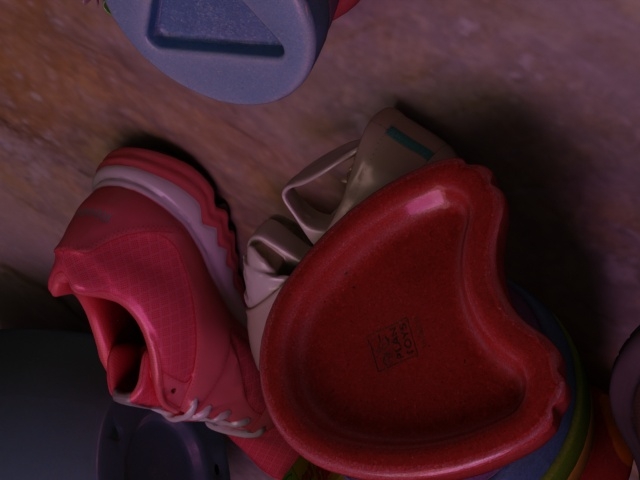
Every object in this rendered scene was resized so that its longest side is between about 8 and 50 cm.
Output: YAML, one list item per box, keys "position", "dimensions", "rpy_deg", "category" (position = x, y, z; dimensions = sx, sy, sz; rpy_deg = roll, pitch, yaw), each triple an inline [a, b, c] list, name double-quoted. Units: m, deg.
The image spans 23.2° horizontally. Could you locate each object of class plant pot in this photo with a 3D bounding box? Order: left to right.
- position: [-0.215, 0.201, 1.240]
  dimensions: [0.235, 0.293, 0.293]
  rpy_deg: [-12, 126, 27]
  category: "plant pot"

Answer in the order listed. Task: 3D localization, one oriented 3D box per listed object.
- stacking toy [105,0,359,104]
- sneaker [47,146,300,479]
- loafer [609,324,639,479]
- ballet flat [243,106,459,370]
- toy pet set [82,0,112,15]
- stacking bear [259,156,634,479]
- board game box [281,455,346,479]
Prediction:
- position: [-0.060, -0.207, 0.753]
  dimensions: [0.279, 0.130, 0.309]
  rpy_deg: [41, 144, -9]
  category: "stacking toy"
- position: [-0.097, 0.087, 1.120]
  dimensions: [0.116, 0.136, 0.314]
  rpy_deg: [-2, 132, 41]
  category: "sneaker"
- position: [0.253, 0.140, 0.876]
  dimensions: [0.130, 0.134, 0.366]
  rpy_deg: [59, 172, 38]
  category: "loafer"
- position: [0.000, 0.000, 0.990]
  dimensions: [0.086, 0.086, 0.248]
  rpy_deg: [39, 136, -5]
  category: "ballet flat"
- position: [-0.156, -0.168, 0.932]
  dimensions: [0.122, 0.065, 0.114]
  rpy_deg: [27, 144, 10]
  category: "toy pet set"
- position: [0.100, 0.104, 0.932]
  dimensions: [0.164, 0.175, 0.289]
  rpy_deg: [-26, 147, 17]
  category: "stacking bear"
- position: [0.038, 0.157, 1.114]
  dimensions: [0.181, 0.092, 0.043]
  rpy_deg: [-58, 44, 49]
  category: "board game box"
